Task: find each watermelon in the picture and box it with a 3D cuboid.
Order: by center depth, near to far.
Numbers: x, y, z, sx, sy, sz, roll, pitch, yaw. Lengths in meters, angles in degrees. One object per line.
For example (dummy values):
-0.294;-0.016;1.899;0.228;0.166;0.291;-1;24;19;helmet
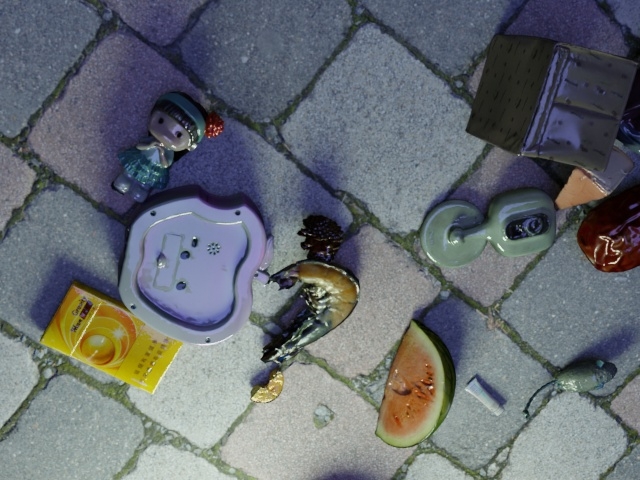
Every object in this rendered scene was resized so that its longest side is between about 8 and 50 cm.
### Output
0.251;0.343;2.008;0.128;0.159;0.303;-2;112;-48;watermelon

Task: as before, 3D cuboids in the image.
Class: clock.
-0.257;0.051;1.829;0.339;0.102;0.338;-3;106;-9;clock

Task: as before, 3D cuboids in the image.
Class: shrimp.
-0.054;0.151;1.888;0.290;0.054;0.222;-44;128;11;shrimp

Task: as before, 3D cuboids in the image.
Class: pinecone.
0.004;-0.001;1.858;0.102;0.102;0.109;-20;126;-3;pinecone

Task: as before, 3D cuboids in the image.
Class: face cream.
0.389;0.371;2.064;0.115;0.020;0.038;42;97;-16;face cream

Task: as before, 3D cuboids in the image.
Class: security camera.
0.369;-0.024;1.923;0.302;0.080;0.157;-12;108;-2;security camera

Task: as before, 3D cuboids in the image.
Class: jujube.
0.695;-0.031;1.927;0.250;0.174;0.174;-30;108;12;jujube

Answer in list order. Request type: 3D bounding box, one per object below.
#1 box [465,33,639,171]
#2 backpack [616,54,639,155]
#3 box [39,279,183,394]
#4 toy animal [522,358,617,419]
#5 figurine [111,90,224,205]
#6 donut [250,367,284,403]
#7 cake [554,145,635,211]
0.453;-0.282;1.748;0.190;0.297;0.225;11;103;-15;box
0.783;-0.277;1.849;0.317;0.197;0.283;31;97;-17;backpack
-0.443;0.210;1.875;0.269;0.043;0.152;30;99;-16;box
0.577;0.339;2.054;0.253;0.079;0.070;-22;86;-4;toy animal
-0.312;-0.184;1.755;0.138;0.110;0.245;35;103;-18;figurine
-0.119;0.323;1.962;0.067;0.038;0.083;12;99;-9;donut
0.555;-0.138;1.844;0.090;0.225;0.109;41;77;-4;cake
